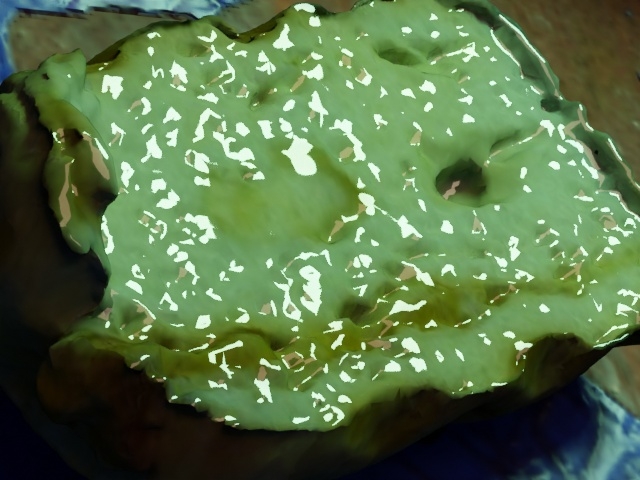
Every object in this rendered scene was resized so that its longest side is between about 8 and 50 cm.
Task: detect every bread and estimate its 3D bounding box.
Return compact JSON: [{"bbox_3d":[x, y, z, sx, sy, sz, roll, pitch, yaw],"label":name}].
[{"bbox_3d":[0.000,0.000,0.541,0.232,0.088,0.128,-14,72,-44],"label":"bread"}]
